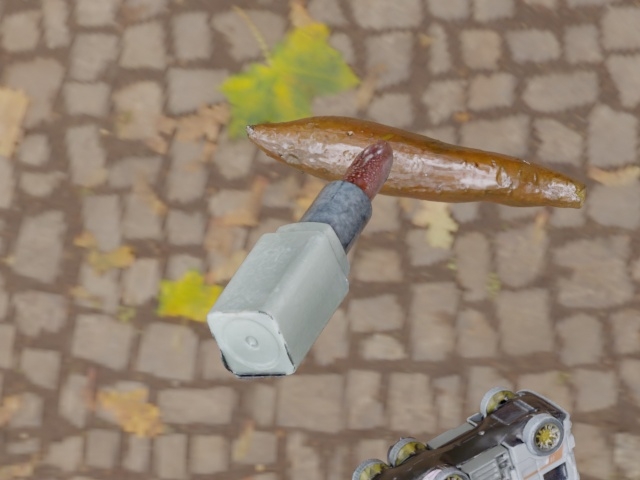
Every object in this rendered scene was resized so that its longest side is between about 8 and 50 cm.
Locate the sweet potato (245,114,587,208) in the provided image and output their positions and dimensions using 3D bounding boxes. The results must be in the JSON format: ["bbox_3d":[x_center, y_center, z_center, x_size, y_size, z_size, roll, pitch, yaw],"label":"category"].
[{"bbox_3d":[0.071,-0.056,1.485,0.264,0.057,0.057,13,88,7],"label":"sweet potato"}]

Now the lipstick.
[{"bbox_3d":[0.000,0.000,0.617,0.025,0.107,0.025,-3,125,32],"label":"lipstick"}]

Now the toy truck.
[{"bbox_3d":[0.069,0.126,0.967,0.123,0.063,0.052,-27,25,-18],"label":"toy truck"}]
